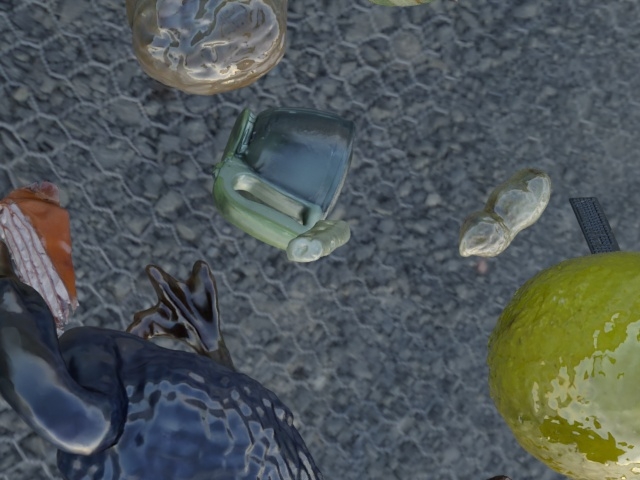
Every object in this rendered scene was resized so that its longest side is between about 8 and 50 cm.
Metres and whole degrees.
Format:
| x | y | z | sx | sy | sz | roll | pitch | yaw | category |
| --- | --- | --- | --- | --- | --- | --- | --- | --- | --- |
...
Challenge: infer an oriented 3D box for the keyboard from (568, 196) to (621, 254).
| x | y | z | sx | sy | sz | roll | pitch | yaw | category |
| --- | --- | --- | --- | --- | --- | --- | --- | --- | --- |
| 0.465 | -0.022 | 1.789 | 0.053 | 0.155 | 0.010 | -3 | 133 | -7 | keyboard |

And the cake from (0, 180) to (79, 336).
| x | y | z | sx | sy | sz | roll | pitch | yaw | category |
| --- | --- | --- | --- | --- | --- | --- | --- | --- | --- |
| -0.483 | 0.028 | 1.812 | 0.098 | 0.287 | 0.135 | -31 | 154 | 24 | cake |

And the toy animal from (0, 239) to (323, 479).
| x | y | z | sx | sy | sz | roll | pitch | yaw | category |
| --- | --- | --- | --- | --- | --- | --- | --- | --- | --- |
| -0.077 | 0.110 | 0.591 | 0.122 | 0.185 | 0.298 | -36 | 115 | 1 | toy animal |

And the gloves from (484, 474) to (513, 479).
| x | y | z | sx | sy | sz | roll | pitch | yaw | category |
| --- | --- | --- | --- | --- | --- | --- | --- | --- | --- |
| 0.220 | 0.349 | 1.084 | 0.218 | 0.140 | 0.131 | 61 | 32 | -10 | gloves |

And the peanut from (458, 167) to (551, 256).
| x | y | z | sx | sy | sz | roll | pitch | yaw | category |
| --- | --- | --- | --- | --- | --- | --- | --- | --- | --- |
| 0.310 | -0.042 | 1.806 | 0.228 | 0.086 | 0.104 | -42 | 145 | -26 | peanut |

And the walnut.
| x | y | z | sx | sy | sz | roll | pitch | yaw | category |
| --- | --- | --- | --- | --- | --- | --- | --- | --- | --- |
| -0.178 | -0.364 | 1.704 | 0.273 | 0.273 | 0.227 | -33 | 140 | -17 | walnut |

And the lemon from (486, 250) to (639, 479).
| x | y | z | sx | sy | sz | roll | pitch | yaw | category |
| --- | --- | --- | --- | --- | --- | --- | --- | --- | --- |
| 0.336 | 0.137 | 1.175 | 0.268 | 0.322 | 0.268 | 30 | 54 | -53 | lemon |

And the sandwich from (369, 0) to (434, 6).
| x | y | z | sx | sy | sz | roll | pitch | yaw | category |
| --- | --- | --- | --- | --- | --- | --- | --- | --- | --- |
| -0.006 | -0.196 | 0.646 | 0.113 | 0.079 | 0.163 | -37 | 117 | -26 | sandwich |

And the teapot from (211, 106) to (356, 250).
| x | y | z | sx | sy | sz | roll | pitch | yaw | category |
| --- | --- | --- | --- | --- | --- | --- | --- | --- | --- |
| -0.083 | -0.113 | 1.998 | 0.239 | 0.239 | 0.321 | 19 | 68 | -6 | teapot |

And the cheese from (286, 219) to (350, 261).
| x | y | z | sx | sy | sz | roll | pitch | yaw | category |
| --- | --- | --- | --- | --- | --- | --- | --- | --- | --- |
| 0.000 | 0.000 | 1.709 | 0.194 | 0.065 | 0.043 | -32 | 125 | -71 | cheese |
